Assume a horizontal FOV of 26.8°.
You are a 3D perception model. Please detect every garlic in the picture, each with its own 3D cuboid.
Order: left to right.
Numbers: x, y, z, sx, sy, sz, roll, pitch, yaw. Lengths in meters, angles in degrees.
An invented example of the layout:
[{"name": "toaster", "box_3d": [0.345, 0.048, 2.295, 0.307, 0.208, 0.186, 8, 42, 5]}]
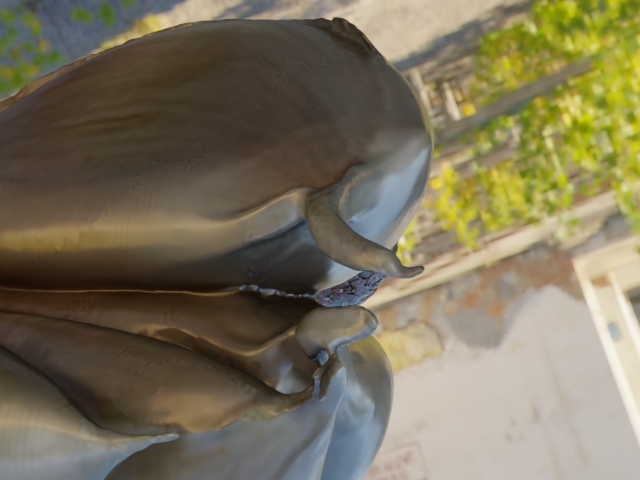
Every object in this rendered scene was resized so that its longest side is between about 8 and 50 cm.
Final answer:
[{"name": "garlic", "box_3d": [-0.072, 0.015, 0.472, 0.292, 0.210, 0.237, 1, 180, 28]}]

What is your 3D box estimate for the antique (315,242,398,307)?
[{"name": "antique", "box_3d": [0.000, 0.000, 0.840, 0.104, 0.104, 0.104, -17, 167, -4]}]
